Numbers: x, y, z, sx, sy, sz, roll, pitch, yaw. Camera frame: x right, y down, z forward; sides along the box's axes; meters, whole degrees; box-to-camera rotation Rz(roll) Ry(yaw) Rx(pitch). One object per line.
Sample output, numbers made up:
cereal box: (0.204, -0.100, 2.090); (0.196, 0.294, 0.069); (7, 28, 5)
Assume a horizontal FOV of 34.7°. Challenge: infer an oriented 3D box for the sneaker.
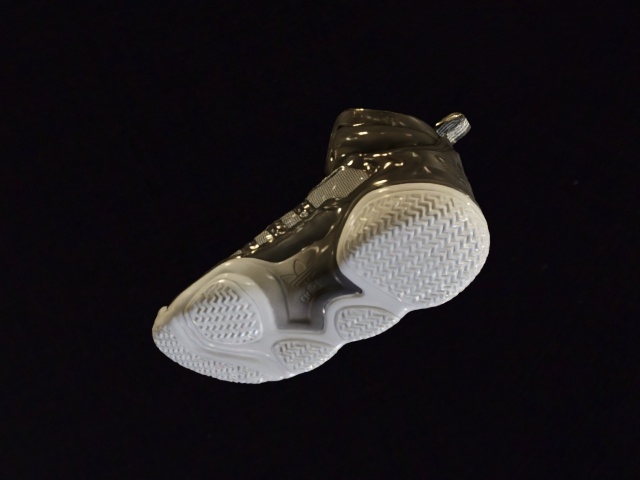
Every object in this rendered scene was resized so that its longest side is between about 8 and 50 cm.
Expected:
sneaker: (0.000, 0.000, 0.737); (0.269, 0.153, 0.101); (-25, -56, 29)
